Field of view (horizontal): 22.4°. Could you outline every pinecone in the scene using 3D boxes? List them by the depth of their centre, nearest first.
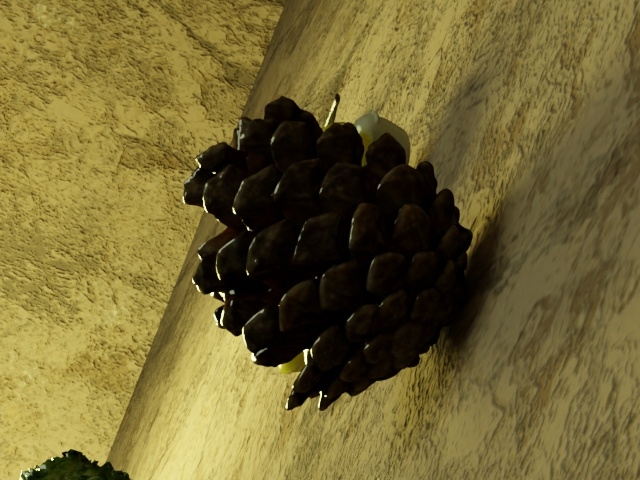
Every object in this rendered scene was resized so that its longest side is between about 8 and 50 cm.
[{"bbox_3d":[-0.001,0.007,1.102,0.179,0.204,0.184,-57,-3,32],"label":"pinecone"}]

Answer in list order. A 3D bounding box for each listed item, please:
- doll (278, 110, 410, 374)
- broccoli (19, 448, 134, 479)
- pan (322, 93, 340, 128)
[{"bbox_3d":[0.000,0.000,1.437,0.252,0.111,0.237,-62,25,19],"label":"doll"},{"bbox_3d":[-0.203,0.329,1.224,0.321,0.283,0.304,27,109,52],"label":"broccoli"},{"bbox_3d":[-0.004,-0.067,1.813,0.202,0.048,0.128,131,159,-68],"label":"pan"}]
